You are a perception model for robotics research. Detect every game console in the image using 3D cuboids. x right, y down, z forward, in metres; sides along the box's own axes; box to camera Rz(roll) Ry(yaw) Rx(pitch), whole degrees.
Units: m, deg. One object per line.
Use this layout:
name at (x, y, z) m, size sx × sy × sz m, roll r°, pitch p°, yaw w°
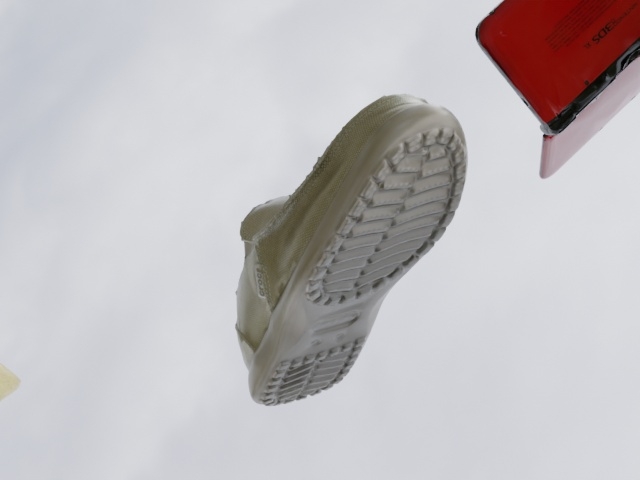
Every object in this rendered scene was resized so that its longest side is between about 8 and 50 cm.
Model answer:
game console at (0.171, -0.129, 0.933) m, size 0.144 × 0.124 × 0.085 m, roll -43°, pitch -169°, yaw -11°

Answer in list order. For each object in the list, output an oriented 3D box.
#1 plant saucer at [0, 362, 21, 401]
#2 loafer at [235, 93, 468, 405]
plant saucer at (-0.429, 0.143, 1.052) m, size 0.333 × 0.081 × 0.333 m, roll -14°, pitch -173°, yaw 9°
loafer at (0.000, 0.000, 0.886) m, size 0.092 × 0.102 × 0.268 m, roll 58°, pitch -40°, yaw 26°
